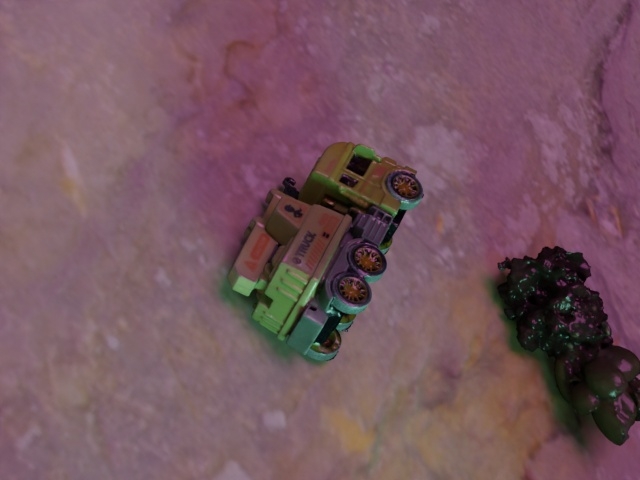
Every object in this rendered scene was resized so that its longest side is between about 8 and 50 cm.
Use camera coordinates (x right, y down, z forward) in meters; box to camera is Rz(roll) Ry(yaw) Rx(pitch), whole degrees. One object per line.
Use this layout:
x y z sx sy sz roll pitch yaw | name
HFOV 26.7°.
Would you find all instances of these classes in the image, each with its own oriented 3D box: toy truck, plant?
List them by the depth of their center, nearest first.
0.000 0.000 0.963 0.100 0.077 0.169 30 48 -1 | toy truck
0.204 0.081 1.072 0.085 0.087 0.174 -24 71 -15 | plant
